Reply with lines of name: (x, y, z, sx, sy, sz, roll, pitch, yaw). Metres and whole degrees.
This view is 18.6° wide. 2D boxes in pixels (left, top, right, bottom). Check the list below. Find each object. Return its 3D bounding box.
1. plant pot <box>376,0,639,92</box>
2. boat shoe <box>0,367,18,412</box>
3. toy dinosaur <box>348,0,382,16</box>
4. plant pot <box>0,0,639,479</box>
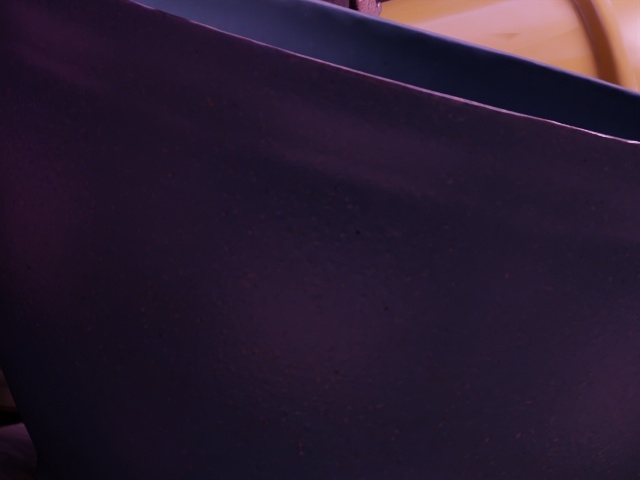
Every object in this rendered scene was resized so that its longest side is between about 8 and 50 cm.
plant pot: (0.099, -0.059, 1.228, 0.239, 0.254, 0.254, -6, 18, -20)
boat shoe: (-0.128, 0.011, 0.868, 0.104, 0.089, 0.285, 19, 11, 15)
toy dinosaur: (0.000, 0.000, 1.044, 0.296, 0.200, 0.127, 45, 26, 6)
plant pot: (0.005, 0.025, 0.687, 0.293, 0.196, 0.293, 15, 10, -3)
